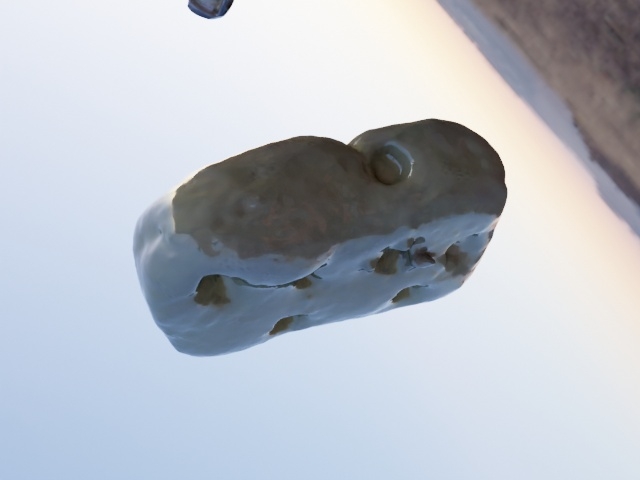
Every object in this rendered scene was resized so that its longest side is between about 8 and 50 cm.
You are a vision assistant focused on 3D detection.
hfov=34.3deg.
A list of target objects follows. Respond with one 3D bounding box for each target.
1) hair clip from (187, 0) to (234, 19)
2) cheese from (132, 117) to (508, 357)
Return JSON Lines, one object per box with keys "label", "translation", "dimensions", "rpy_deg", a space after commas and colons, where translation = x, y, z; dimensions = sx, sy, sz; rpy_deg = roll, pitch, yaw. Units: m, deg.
{"label": "hair clip", "translation": [-0.027, -0.231, 0.601], "dimensions": [0.062, 0.214, 0.056], "rpy_deg": [28, -150, 2]}
{"label": "cheese", "translation": [0.001, 0.002, 0.721], "dimensions": [0.159, 0.262, 0.093], "rpy_deg": [107, 147, -53]}
